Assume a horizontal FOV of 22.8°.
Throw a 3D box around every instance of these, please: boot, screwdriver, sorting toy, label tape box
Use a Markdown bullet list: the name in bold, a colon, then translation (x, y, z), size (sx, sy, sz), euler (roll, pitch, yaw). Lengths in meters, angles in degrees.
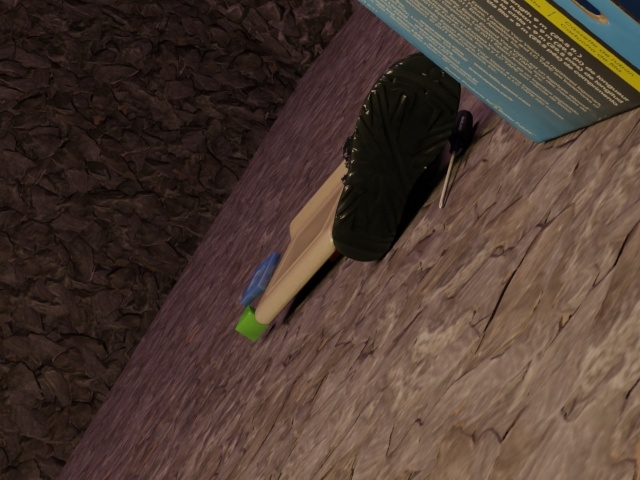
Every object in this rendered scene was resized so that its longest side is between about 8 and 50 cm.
- **boot**: translation (0.082, -0.119, 1.708), size (0.207, 0.094, 0.246), euler (-75, 5, -63)
- **screwdriver**: translation (0.132, -0.084, 1.619), size (0.024, 0.025, 0.170), euler (-49, 9, 37)
- **sorting toy**: translation (0.000, 0.000, 1.984), size (0.348, 0.047, 0.196), euler (-49, 14, 38)
- **label tape box**: translation (0.157, -0.202, 1.185), size (0.106, 0.240, 0.333), euler (-54, 8, -11)
